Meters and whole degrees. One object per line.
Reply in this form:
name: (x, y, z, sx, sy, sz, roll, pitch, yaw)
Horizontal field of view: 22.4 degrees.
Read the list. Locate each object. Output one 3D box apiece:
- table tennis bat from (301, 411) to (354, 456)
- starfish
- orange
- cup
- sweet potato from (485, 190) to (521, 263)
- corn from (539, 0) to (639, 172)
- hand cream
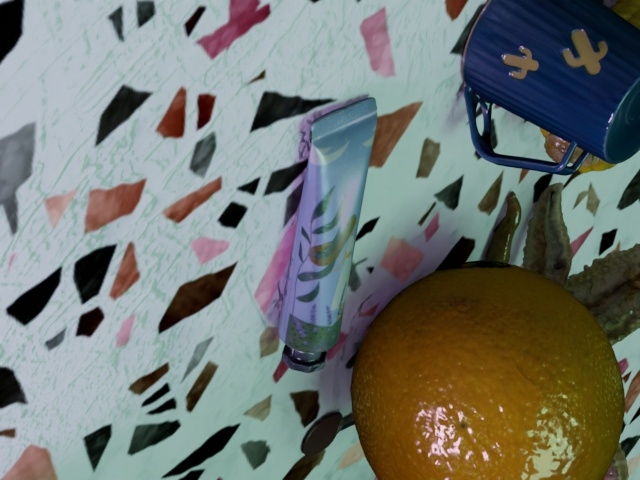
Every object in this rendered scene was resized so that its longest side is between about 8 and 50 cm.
table tennis bat: (0.011, 0.193, 1.642, 0.083, 0.007, 0.050, -19, 136, -44)
starfish: (0.257, 0.164, 1.698, 0.082, 0.324, 0.432, 7, 113, -42)
orange: (0.160, 0.152, 1.553, 0.274, 0.274, 0.274, -37, 148, -28)
cup: (0.214, -0.133, 1.426, 0.131, 0.155, 0.176, 6, 115, -58)
sweet potato: (0.190, 0.001, 1.678, 0.026, 0.026, 0.115, -24, 141, -43)
corn: (0.339, -0.204, 1.581, 0.363, 0.120, 0.120, -46, 151, -21)
hand cream: (0.000, 0.000, 1.376, 0.088, 0.055, 0.256, -24, 134, -42)
